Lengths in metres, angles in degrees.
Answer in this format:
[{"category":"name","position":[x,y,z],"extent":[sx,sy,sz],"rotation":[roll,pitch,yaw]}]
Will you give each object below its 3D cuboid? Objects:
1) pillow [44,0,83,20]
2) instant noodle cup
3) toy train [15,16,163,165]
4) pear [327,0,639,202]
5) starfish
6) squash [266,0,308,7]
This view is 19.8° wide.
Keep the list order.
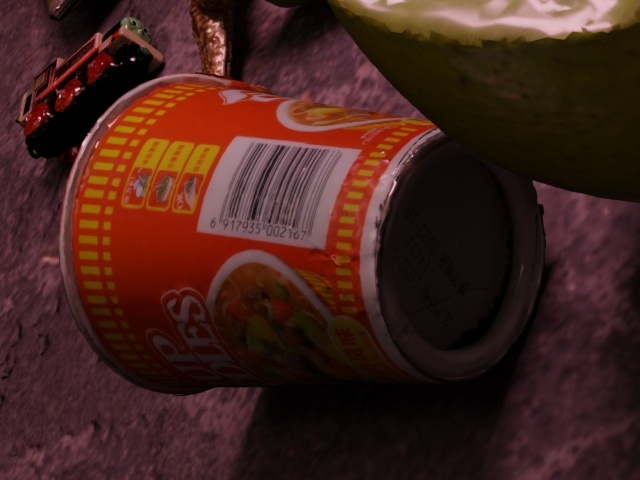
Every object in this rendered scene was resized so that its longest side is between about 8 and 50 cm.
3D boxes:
[{"category":"pillow","position":[-0.173,-0.294,1.551],"extent":[0.208,0.052,0.212],"rotation":[-45,30,7]},{"category":"instant noodle cup","position":[0.000,0.000,0.976],"extent":[0.212,0.193,0.193],"rotation":[4,66,45]},{"category":"toy train","position":[-0.176,-0.118,1.408],"extent":[0.138,0.050,0.087],"rotation":[-36,35,30]},{"category":"pear","position":[0.220,-0.149,0.762],"extent":[0.318,0.238,0.342],"rotation":[25,78,45]},{"category":"starfish","position":[-0.074,-0.191,1.283],"extent":[0.050,0.138,0.247],"rotation":[-6,52,1]},{"category":"squash","position":[0.054,-0.254,1.188],"extent":[0.292,0.082,0.082],"rotation":[-46,34,22]}]
